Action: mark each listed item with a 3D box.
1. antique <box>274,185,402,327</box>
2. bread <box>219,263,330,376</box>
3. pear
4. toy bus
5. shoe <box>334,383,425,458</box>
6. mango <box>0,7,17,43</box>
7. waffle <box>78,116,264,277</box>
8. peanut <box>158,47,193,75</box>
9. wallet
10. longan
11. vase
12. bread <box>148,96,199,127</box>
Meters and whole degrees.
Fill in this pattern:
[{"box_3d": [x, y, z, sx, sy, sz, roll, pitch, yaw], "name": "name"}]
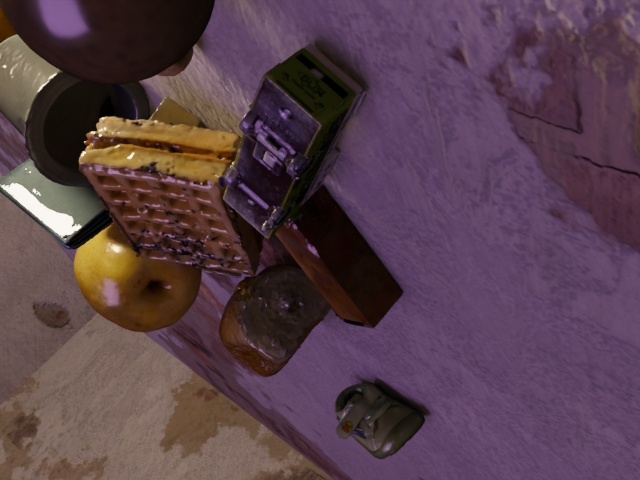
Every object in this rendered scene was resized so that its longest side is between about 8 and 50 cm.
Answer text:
[{"box_3d": [0.000, 0.000, 1.312, 0.310, 0.087, 0.093, 53, 156, -22], "name": "antique"}, {"box_3d": [-0.099, 0.145, 1.633, 0.176, 0.195, 0.246, 37, 158, 0], "name": "bread"}, {"box_3d": [-0.428, 0.069, 1.966, 0.314, 0.314, 0.314, 38, 159, 17], "name": "pear"}, {"box_3d": [-0.036, -0.124, 1.078, 0.113, 0.139, 0.302, 42, 152, 5], "name": "toy bus"}, {"box_3d": [0.110, 0.388, 1.788, 0.128, 0.140, 0.262, 38, 168, -14], "name": "shoe"}, {"box_3d": [-0.703, -0.429, 1.758, 0.151, 0.120, 0.221, 23, 159, 42], "name": "mango"}, {"box_3d": [-0.243, -0.063, 1.446, 0.261, 0.114, 0.376, 7, 156, 6], "name": "waffle"}, {"box_3d": [-0.259, -0.332, 1.158, 0.104, 0.085, 0.228, 1, 132, 49], "name": "peanut"}, {"box_3d": [-0.450, -0.133, 1.618, 0.251, 0.290, 0.054, 33, 154, 31], "name": "wallet"}, {"box_3d": [-0.240, -0.308, 0.934, 0.258, 0.258, 0.258, 38, 159, 17], "name": "longan"}, {"box_3d": [-0.497, -0.263, 1.551, 0.291, 0.245, 0.245, 34, 158, 37], "name": "vase"}, {"box_3d": [-0.265, -0.192, 1.446, 0.080, 0.084, 0.109, 35, 161, -15], "name": "bread"}]
